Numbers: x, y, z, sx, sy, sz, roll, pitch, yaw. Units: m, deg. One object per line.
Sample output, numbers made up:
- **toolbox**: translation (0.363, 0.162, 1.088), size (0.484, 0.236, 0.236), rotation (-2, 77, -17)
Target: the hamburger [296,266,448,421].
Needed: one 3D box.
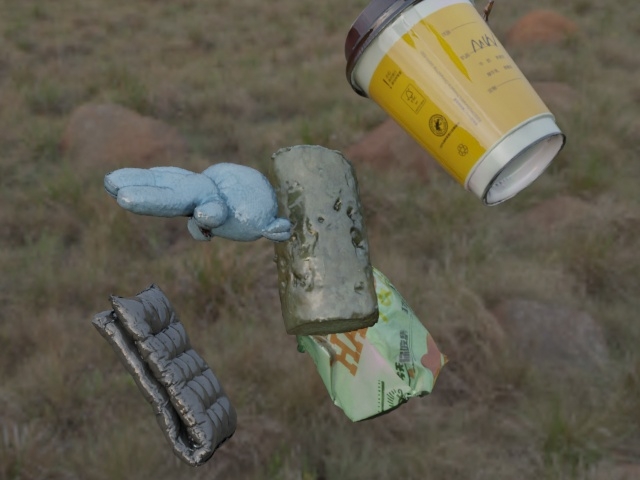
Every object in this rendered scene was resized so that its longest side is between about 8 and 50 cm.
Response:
- **hamburger**: translation (0.050, 0.134, 1.546), size (0.125, 0.214, 0.235), rotation (-34, 1, -29)

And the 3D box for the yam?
- **yam**: translation (0.000, 0.000, 1.196), size (0.107, 0.194, 0.107), rotation (-8, -10, -1)

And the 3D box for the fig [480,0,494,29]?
- **fig**: translation (0.262, -0.356, 2.034), size (0.119, 0.153, 0.119), rotation (8, 1, 0)

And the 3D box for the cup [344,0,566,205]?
- **cup**: translation (0.169, -0.188, 1.409), size (0.196, 0.196, 0.280), rotation (-19, 63, -44)

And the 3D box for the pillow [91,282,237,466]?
- **pillow**: translation (-0.266, 0.234, 1.995), size (0.101, 0.326, 0.228), rotation (-35, -2, 9)

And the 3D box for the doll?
- **doll**: translation (-0.120, -0.030, 1.076), size (0.179, 0.075, 0.120), rotation (-6, 39, -35)
